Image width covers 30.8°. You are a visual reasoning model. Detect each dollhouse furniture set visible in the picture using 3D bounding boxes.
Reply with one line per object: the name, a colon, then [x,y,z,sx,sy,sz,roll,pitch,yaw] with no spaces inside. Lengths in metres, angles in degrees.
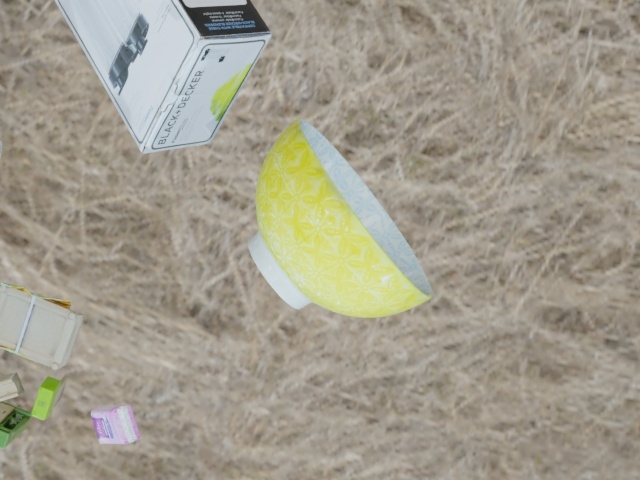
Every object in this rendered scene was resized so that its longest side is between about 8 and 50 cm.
dollhouse furniture set: [-0.261,0.107,1.037,0.076,0.058,0.151,21,104,0]

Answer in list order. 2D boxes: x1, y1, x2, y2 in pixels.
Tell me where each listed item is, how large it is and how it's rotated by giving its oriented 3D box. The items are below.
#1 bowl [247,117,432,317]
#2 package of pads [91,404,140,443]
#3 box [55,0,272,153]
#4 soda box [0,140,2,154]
bowl: [0.000,0.000,1.514,0.156,0.289,0.289,-36,116,9]
package of pads: [-0.274,0.245,1.552,0.083,0.032,0.050,-13,93,56]
box: [-0.181,-0.252,1.186,0.290,0.087,0.169,58,137,23]
soda box: [-0.495,-0.086,1.395,0.216,0.074,0.069,-8,151,17]
